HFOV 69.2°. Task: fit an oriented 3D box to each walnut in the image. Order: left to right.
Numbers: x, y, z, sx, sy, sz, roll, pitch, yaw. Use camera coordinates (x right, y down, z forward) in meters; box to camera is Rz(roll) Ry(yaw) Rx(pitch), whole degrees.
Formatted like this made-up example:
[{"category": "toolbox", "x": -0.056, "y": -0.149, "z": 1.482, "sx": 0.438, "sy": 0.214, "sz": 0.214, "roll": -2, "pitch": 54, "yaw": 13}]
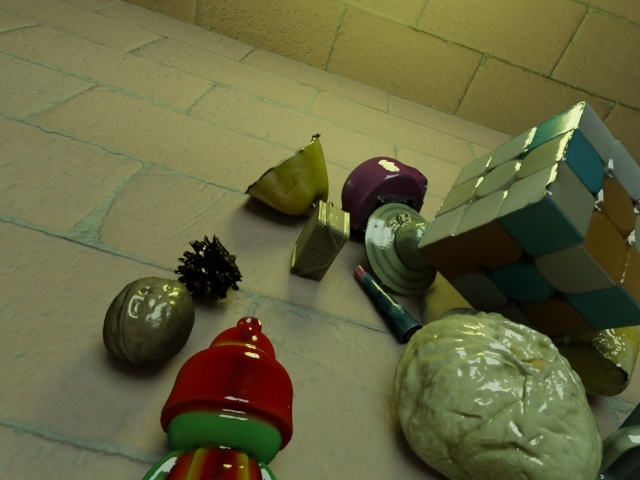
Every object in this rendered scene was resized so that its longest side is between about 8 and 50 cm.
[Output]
[{"category": "walnut", "x": -0.280, "y": 0.131, "z": 0.768, "sx": 0.140, "sy": 0.140, "sz": 0.162, "roll": 13, "pitch": 48, "yaw": -11}]

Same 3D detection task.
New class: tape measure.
[{"category": "tape measure", "x": 0.183, "y": -0.109, "z": 1.290, "sx": 0.245, "sy": 0.231, "sz": 0.149, "roll": -3, "pitch": 39, "yaw": -26}]

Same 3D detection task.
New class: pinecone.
[{"category": "pinecone", "x": -0.222, "y": 0.059, "z": 0.916, "sx": 0.121, "sy": 0.140, "sz": 0.140, "roll": -33, "pitch": 54, "yaw": -13}]

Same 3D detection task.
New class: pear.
[{"category": "pear", "x": -0.059, "y": -0.146, "z": 1.275, "sx": 0.178, "sy": 0.267, "sz": 0.267, "roll": 53, "pitch": 33, "yaw": -8}]

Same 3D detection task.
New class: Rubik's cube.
[{"category": "Rubik's cube", "x": 0.495, "y": -0.023, "z": 1.035, "sx": 0.344, "sy": 0.347, "sz": 0.347, "roll": 46, "pitch": 57, "yaw": -11}]

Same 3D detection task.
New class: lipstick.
[{"category": "lipstick", "x": 0.146, "y": 0.133, "z": 1.072, "sx": 0.054, "sy": 0.053, "sz": 0.234, "roll": -2, "pitch": 38, "yaw": -31}]

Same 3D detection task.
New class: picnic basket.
[{"category": "picnic basket", "x": 0.000, "y": 0.000, "z": 1.088, "sx": 0.080, "sy": 0.164, "sz": 0.115, "roll": 23, "pitch": 32, "yaw": -13}]

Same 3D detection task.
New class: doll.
[{"category": "doll", "x": -0.128, "y": 0.240, "z": 0.663, "sx": 0.183, "sy": 0.160, "sz": 0.363, "roll": 9, "pitch": 33, "yaw": -5}]

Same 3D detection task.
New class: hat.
[{"category": "hat", "x": 0.237, "y": 0.009, "z": 1.138, "sx": 0.252, "sy": 0.110, "sz": 0.252, "roll": 11, "pitch": 69, "yaw": -31}]

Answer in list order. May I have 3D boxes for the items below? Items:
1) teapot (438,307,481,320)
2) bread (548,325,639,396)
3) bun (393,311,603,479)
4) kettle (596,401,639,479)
[{"category": "teapot", "x": 0.322, "y": 0.208, "z": 1.029, "sx": 0.226, "sy": 0.092, "sz": 0.145, "roll": 5, "pitch": 35, "yaw": -18}, {"category": "bread", "x": 0.602, "y": 0.237, "z": 1.040, "sx": 0.197, "sy": 0.197, "sz": 0.170, "roll": 32, "pitch": 42, "yaw": 18}, {"category": "bun", "x": 0.315, "y": 0.270, "z": 0.802, "sx": 0.349, "sy": 0.227, "sz": 0.352, "roll": 8, "pitch": 36, "yaw": -22}, {"category": "kettle", "x": 0.571, "y": 0.362, "z": 0.792, "sx": 0.211, "sy": 0.243, "sz": 0.160, "roll": 8, "pitch": 33, "yaw": -22}]
